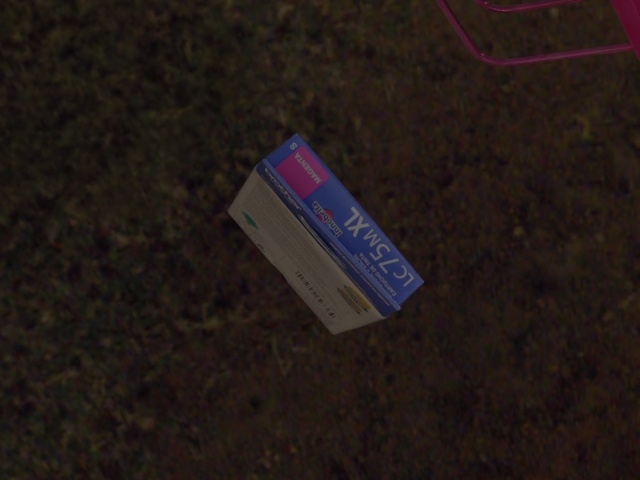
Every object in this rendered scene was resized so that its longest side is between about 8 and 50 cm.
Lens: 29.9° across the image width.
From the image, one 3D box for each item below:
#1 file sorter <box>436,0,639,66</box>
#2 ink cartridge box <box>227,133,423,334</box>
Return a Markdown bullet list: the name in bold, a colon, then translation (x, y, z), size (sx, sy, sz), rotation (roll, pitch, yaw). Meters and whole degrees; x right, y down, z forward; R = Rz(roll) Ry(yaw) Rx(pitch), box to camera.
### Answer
- **file sorter**: translation (0.214, -0.335, 1.127), size (0.182, 0.202, 0.290), rotation (-3, 63, 29)
- **ink cartridge box**: translation (0.000, 0.000, 1.187), size (0.065, 0.311, 0.186), rotation (-41, 91, -10)
